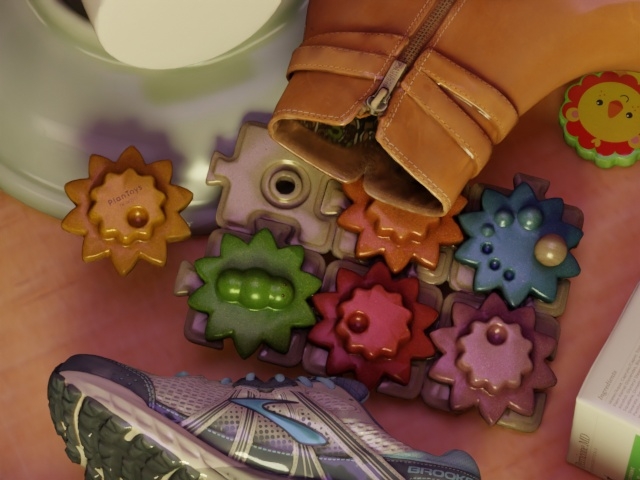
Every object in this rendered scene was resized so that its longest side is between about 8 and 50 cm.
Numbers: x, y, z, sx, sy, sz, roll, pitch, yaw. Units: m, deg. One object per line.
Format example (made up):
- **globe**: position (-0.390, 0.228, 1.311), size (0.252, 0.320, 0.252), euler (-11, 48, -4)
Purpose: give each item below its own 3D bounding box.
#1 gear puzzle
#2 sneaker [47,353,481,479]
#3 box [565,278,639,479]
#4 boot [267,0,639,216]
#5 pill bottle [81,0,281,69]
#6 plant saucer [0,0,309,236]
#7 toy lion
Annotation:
- **gear puzzle**: position (0.000, 0.000, 1.197), size (0.339, 0.044, 0.175), euler (15, 72, 0)
- **sneaker**: position (-0.032, 0.133, 1.149), size (0.283, 0.110, 0.122), euler (25, 53, 8)
- **box**: position (0.212, 0.096, 1.143), size (0.087, 0.101, 0.102), euler (26, 66, 17)
- **boot**: position (0.122, -0.108, 1.195), size (0.283, 0.109, 0.220), euler (22, 56, 8)
- **pill bottle**: position (-0.129, -0.265, 1.208), size (0.169, 0.169, 0.301), euler (-19, 63, -7)
- **plant saucer**: position (-0.103, -0.197, 1.322), size (0.400, 0.100, 0.400), euler (-2, 61, 3)
- **toy lion**: position (0.219, -0.091, 1.289), size (0.100, 0.034, 0.096), euler (19, 71, 12)
